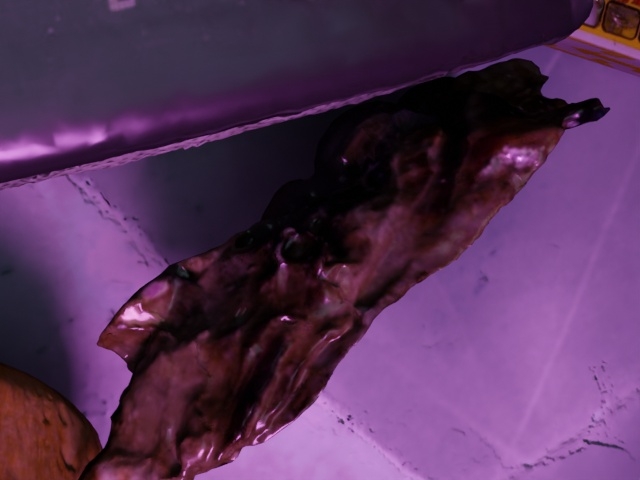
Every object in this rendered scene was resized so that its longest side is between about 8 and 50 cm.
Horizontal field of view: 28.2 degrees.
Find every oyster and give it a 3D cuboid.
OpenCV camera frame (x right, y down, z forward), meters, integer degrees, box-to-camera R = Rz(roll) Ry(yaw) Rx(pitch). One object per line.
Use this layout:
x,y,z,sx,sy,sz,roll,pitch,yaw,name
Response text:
-0.008,0.008,0.720,0.361,0.221,0.096,-43,94,-14,oyster

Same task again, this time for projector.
-0.106,-0.243,0.665,0.405,0.242,0.395,-15,98,-16,projector

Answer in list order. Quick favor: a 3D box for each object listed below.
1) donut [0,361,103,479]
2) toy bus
-0.233,0.130,0.660,0.261,0.208,0.128,21,56,-24,donut
0.213,-0.152,0.863,0.226,0.081,0.074,14,93,-22,toy bus
